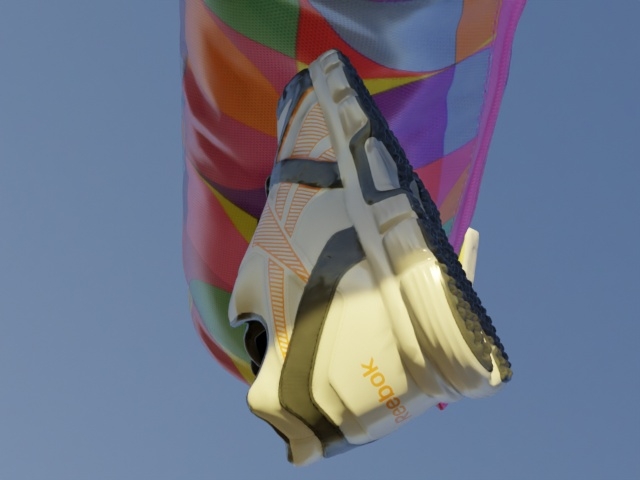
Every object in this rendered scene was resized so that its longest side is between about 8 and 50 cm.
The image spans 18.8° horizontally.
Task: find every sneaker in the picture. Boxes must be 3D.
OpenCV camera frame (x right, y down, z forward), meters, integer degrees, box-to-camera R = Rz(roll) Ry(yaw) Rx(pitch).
[{"bbox_3d":[0.000,0.000,0.354,0.044,0.109,0.040,-31,-64,8],"label":"sneaker"}]

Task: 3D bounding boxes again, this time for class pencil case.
[{"bbox_3d":[0.010,-0.037,0.577,0.104,0.104,0.236,38,-25,21],"label":"pencil case"}]
